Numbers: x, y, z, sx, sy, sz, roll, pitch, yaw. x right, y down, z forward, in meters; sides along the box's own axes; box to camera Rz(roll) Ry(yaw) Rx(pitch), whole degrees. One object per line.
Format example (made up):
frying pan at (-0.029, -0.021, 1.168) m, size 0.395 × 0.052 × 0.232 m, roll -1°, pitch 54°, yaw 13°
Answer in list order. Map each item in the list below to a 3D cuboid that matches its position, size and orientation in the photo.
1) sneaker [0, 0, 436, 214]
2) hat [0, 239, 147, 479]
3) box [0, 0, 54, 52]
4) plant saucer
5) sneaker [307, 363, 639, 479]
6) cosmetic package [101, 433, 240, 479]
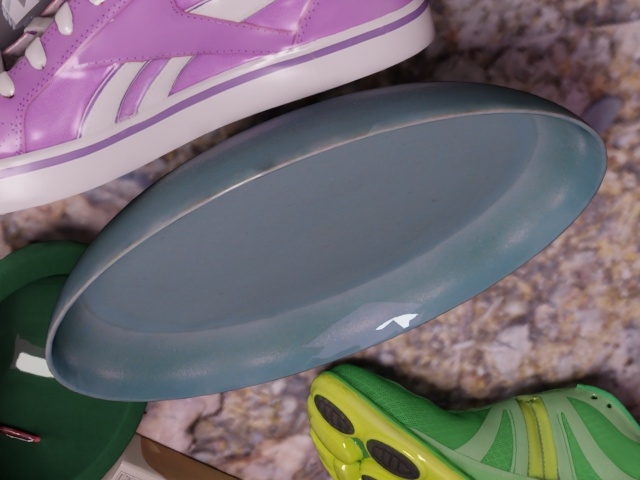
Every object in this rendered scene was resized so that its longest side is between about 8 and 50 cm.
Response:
sneaker at (-0.098, -0.124, 0.806) m, size 0.282 × 0.102 × 0.161 m, roll -24°, pitch 116°, yaw -8°
hat at (-0.233, 0.064, 1.004) m, size 0.208 × 0.183 × 0.173 m, roll 3°, pitch 101°, yaw -53°
box at (-0.124, -0.231, 0.837) m, size 0.242 × 0.076 × 0.307 m, roll -38°, pitch 117°, yaw 12°
plant saucer at (0.000, 0.000, 0.906) m, size 0.317 × 0.044 × 0.317 m, roll -19°, pitch 160°, yaw -7°
sneaker at (0.129, 0.146, 1.064) m, size 0.295 × 0.123 × 0.109 m, roll 23°, pitch 145°, yaw -2°
cosmetic package at (-0.091, 0.172, 1.071) m, size 0.115 × 0.041 × 0.060 m, roll 28°, pitch 110°, yaw -21°
